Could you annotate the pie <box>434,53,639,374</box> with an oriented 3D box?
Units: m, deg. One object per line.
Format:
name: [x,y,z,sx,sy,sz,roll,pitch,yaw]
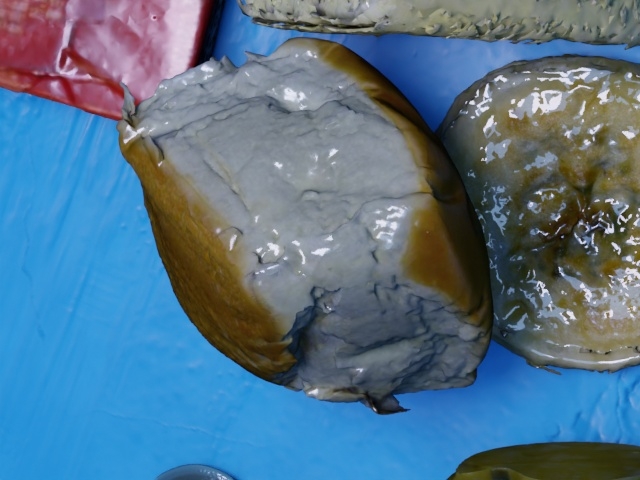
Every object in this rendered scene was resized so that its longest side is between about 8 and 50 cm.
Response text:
pie: [0.211,-0.025,1.370,0.274,0.055,0.274,2,96,15]

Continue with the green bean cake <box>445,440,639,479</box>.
green bean cake: [0.186,0.261,1.288,0.310,0.285,0.202,-4,90,14]

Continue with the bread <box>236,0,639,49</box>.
bread: [0.116,-0.272,1.330,0.279,0.315,0.248,11,96,46]

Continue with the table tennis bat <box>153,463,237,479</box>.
table tennis bat: [-0.074,0.276,1.488,0.201,0.033,0.124,30,104,15]

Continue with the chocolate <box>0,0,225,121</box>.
chocolate: [-0.185,-0.229,1.429,0.234,0.108,0.237,15,98,13]

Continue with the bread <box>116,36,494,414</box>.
bread: [0.000,0.000,1.294,0.225,0.250,0.279,-27,51,-11]
